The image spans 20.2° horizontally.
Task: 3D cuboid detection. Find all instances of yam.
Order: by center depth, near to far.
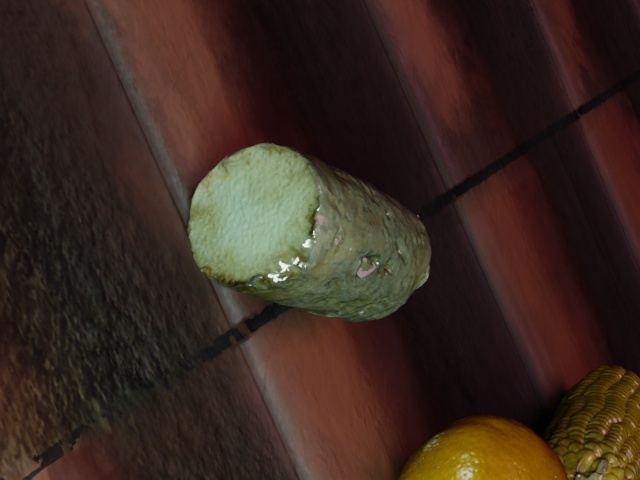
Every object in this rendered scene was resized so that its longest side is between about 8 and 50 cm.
[{"bbox_3d":[0.000,0.000,1.281,0.194,0.107,0.107,21,51,-59],"label":"yam"}]

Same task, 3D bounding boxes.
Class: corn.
[{"bbox_3d":[0.246,0.192,1.629,0.106,0.106,0.305,64,21,-8],"label":"corn"}]

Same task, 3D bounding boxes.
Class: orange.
[{"bbox_3d":[0.120,0.209,1.336,0.156,0.124,0.156,11,76,-54],"label":"orange"}]
